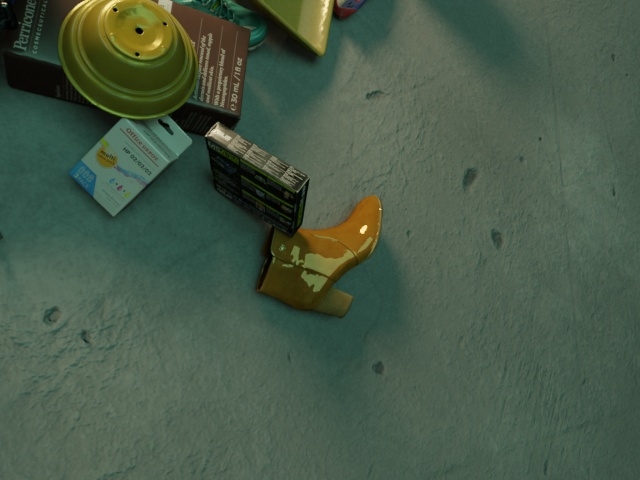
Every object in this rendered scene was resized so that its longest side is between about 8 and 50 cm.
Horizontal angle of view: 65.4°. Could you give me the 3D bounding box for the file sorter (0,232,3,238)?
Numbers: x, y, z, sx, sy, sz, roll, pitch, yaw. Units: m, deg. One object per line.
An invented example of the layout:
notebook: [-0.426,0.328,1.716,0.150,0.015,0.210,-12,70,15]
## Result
file sorter: [-0.608,0.016,0.659,0.173,0.193,0.277,49,64,-16]

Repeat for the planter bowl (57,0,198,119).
planter bowl: [-0.290,-0.309,0.782,0.217,0.090,0.216,5,79,-28]

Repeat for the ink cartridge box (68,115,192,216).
ink cartridge box: [-0.322,-0.142,0.851,0.181,0.061,0.104,-40,104,12]

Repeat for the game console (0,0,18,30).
game console: [-0.525,-0.435,0.706,0.250,0.173,0.293,-17,50,-26]

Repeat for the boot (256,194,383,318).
boot: [-0.001,0.001,1.027,0.211,0.104,0.294,26,75,-22]

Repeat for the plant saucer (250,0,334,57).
plant saucer: [-0.086,-0.599,1.027,0.333,0.081,0.332,19,77,-54]

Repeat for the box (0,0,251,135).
box: [-0.330,-0.331,0.893,0.382,0.143,0.190,9,78,-24]

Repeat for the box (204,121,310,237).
box: [-0.114,-0.103,0.905,0.191,0.184,0.045,32,64,9]

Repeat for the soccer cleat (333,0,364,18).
soccer cleat: [0.113,-0.629,1.196,0.083,0.095,0.248,45,66,-17]

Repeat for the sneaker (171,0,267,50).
sneaker: [-0.229,-0.455,0.980,0.276,0.110,0.106,11,77,-27]
